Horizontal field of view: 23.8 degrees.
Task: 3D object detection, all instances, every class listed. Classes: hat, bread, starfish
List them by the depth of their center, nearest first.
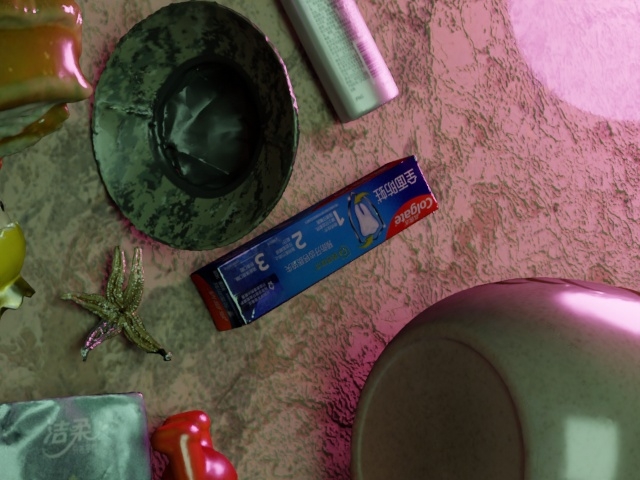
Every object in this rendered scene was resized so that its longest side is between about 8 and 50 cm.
[{"bbox_3d":[-0.395,-0.230,1.394,0.301,0.210,0.341,-16,58,-30],"label":"bread"},{"bbox_3d":[-0.211,0.085,1.617,0.130,0.041,0.133,47,65,-8],"label":"starfish"},{"bbox_3d":[-0.113,-0.122,1.656,0.128,0.266,0.265,-3,82,-66],"label":"hat"}]

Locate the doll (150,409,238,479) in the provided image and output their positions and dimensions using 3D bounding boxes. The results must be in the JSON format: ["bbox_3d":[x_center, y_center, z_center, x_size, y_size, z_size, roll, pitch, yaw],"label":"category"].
[{"bbox_3d":[-0.115,0.348,1.569,0.105,0.200,0.336,-12,92,2],"label":"doll"}]

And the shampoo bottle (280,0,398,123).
[{"bbox_3d":[0.011,-0.258,1.823,0.086,0.056,0.227,-33,100,-34],"label":"shampoo bottle"}]

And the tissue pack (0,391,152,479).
[{"bbox_3d":[-0.261,0.286,1.522,0.185,0.081,0.257,-2,83,-35],"label":"tissue pack"}]

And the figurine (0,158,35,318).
[{"bbox_3d":[-0.358,-0.043,1.506,0.234,0.127,0.185,38,54,-11],"label":"figurine"}]

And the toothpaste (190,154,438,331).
[{"bbox_3d":[-0.001,-0.001,1.762,0.320,0.066,0.076,-30,98,-35],"label":"toothpaste"}]

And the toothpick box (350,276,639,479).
[{"bbox_3d":[0.283,0.248,1.699,0.425,0.409,0.408,5,78,-38],"label":"toothpick box"}]
